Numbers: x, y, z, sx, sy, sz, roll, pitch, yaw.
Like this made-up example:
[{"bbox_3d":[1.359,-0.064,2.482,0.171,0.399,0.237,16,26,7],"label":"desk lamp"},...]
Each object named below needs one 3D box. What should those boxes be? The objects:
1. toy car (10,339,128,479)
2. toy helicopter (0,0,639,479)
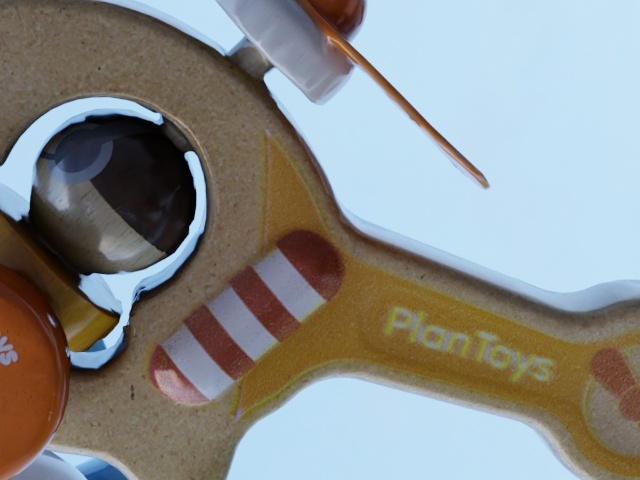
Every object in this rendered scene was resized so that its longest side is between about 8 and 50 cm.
[{"bbox_3d":[-0.165,0.165,0.866,0.219,0.238,0.210,-23,-64,-25],"label":"toy car"},{"bbox_3d":[0.000,0.000,0.666,0.355,0.140,0.235,18,-82,-11],"label":"toy helicopter"}]
